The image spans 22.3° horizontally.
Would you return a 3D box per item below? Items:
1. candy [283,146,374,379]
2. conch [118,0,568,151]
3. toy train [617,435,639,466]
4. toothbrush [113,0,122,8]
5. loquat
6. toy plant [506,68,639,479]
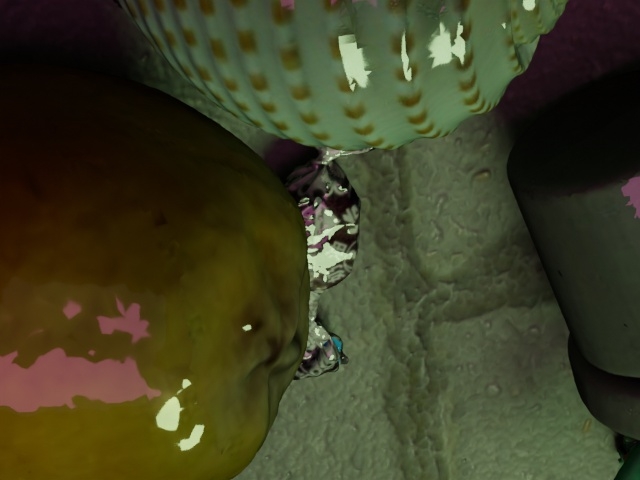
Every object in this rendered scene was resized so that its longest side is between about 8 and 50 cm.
[{"bbox_3d":[0.000,0.000,1.085,0.094,0.051,0.226,-4,124,-22],"label":"candy"},{"bbox_3d":[-0.007,-0.196,0.875,0.319,0.215,0.302,2,110,-14],"label":"conch"},{"bbox_3d":[0.264,0.190,1.242,0.044,0.064,0.103,-31,121,6],"label":"toy train"},{"bbox_3d":[-0.221,-0.176,0.940,0.321,0.031,0.023,16,88,-21],"label":"toothbrush"},{"bbox_3d":[-0.152,0.029,0.932,0.284,0.276,0.276,9,121,12],"label":"loquat"},{"bbox_3d":[0.273,0.078,1.104,0.185,0.279,0.400,-6,123,39],"label":"toy plant"}]
